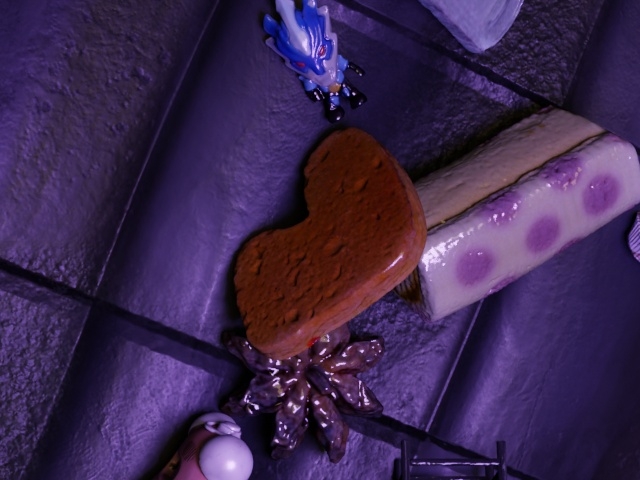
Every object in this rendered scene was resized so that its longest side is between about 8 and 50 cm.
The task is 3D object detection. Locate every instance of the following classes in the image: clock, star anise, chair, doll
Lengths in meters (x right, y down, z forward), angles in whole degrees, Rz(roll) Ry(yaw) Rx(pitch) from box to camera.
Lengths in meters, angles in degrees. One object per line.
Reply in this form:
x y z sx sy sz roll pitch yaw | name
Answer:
-0.154 0.295 1.460 0.092 0.166 0.162 31 90 -15 | clock
-0.009 0.176 1.530 0.236 0.109 0.223 47 75 -11 | star anise
0.167 0.401 1.515 0.154 0.141 0.260 0 67 0 | chair
-0.012 -0.250 1.535 0.096 0.070 0.195 -28 105 17 | doll

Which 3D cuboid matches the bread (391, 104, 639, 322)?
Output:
0.236 -0.036 1.551 0.338 0.187 0.155 -28 128 -15 | bread

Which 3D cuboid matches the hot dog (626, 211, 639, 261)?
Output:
0.526 0.031 1.691 0.191 0.059 0.108 30 39 -10 | hot dog

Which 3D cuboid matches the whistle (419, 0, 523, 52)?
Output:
0.121 -0.406 1.504 0.404 0.188 0.168 33 82 -15 | whistle

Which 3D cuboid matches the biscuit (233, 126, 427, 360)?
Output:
0.001 0.001 1.494 0.277 0.262 0.052 -38 135 8 | biscuit
